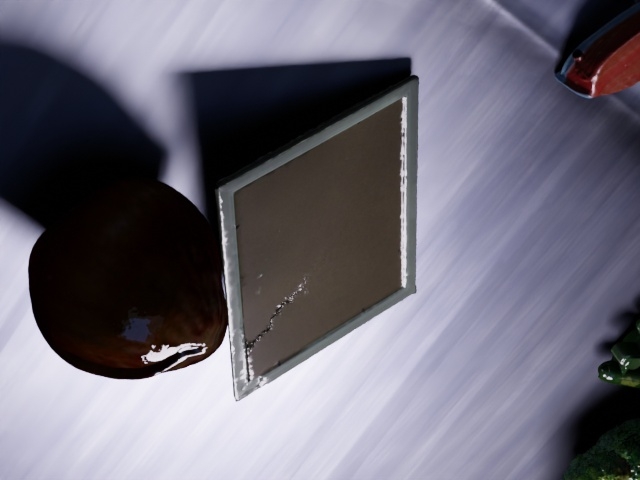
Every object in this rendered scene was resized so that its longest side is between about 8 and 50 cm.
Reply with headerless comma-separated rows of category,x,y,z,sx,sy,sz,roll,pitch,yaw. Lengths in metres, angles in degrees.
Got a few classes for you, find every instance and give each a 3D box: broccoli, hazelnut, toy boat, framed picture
broccoli,0.404,0.327,2.148,0.254,0.269,0.269,-13,137,-11
hazelnut,-0.156,0.039,1.607,0.178,0.178,0.204,-26,156,-4
toy boat,0.405,0.134,2.116,0.210,0.052,0.104,13,121,-37
toy boat,0.291,-0.192,1.718,0.173,0.059,0.069,-39,138,21
framed picture,0.000,0.000,1.733,0.231,0.018,0.293,-30,142,-25
